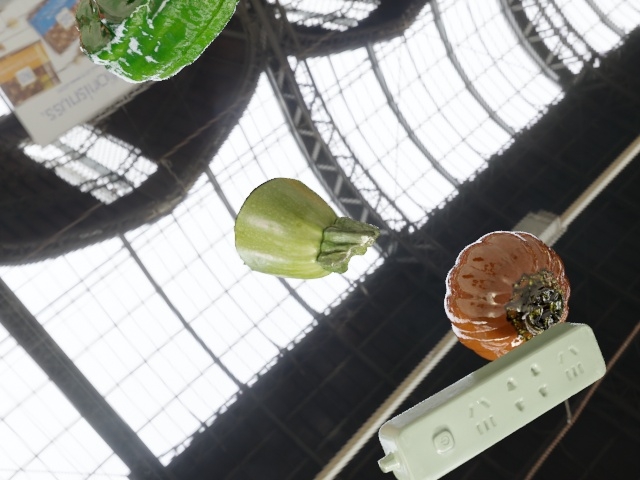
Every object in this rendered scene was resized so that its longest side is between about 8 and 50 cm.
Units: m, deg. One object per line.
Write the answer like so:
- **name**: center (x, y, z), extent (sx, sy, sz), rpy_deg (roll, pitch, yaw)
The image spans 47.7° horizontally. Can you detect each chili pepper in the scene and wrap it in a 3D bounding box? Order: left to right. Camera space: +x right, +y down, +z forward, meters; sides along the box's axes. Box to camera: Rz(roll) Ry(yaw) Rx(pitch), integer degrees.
- **chili pepper**: center (-0.254, -0.379, 1.111), extent (0.384, 0.213, 0.167), rpy_deg (-26, -177, 46)

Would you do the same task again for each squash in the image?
- **squash**: center (-0.004, 0.004, 0.684), extent (0.105, 0.105, 0.132), rpy_deg (-41, -141, -21)

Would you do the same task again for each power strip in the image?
- **power strip**: center (0.244, 0.231, 1.029), extent (0.385, 0.091, 0.062), rpy_deg (-24, -177, -22)

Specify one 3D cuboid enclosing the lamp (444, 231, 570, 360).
- **lamp**: center (0.315, 0.093, 1.214), extent (0.223, 0.223, 0.196), rpy_deg (-37, -159, -16)
